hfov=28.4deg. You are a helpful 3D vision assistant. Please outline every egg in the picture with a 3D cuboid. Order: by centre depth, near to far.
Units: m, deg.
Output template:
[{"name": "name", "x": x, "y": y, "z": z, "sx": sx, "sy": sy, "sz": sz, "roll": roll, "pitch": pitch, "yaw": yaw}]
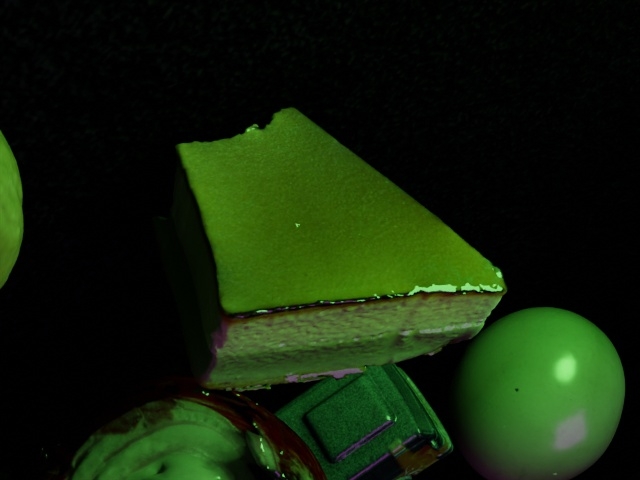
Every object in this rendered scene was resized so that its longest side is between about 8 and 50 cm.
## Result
[{"name": "egg", "x": 0.276, "y": 0.203, "z": 1.631, "sx": 0.219, "sy": 0.219, "sz": 0.269, "roll": -16, "pitch": 153, "yaw": -37}]

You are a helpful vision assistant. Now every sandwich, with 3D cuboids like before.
[{"name": "sandwich", "x": 0.000, "y": 0.000, "z": 0.938, "sx": 0.220, "sy": 0.186, "sz": 0.108, "roll": -4, "pitch": 144, "yaw": -23}]

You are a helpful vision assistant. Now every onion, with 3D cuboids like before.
[{"name": "onion", "x": -0.118, "y": 0.299, "z": 1.129, "sx": 0.341, "sy": 0.341, "sz": 0.341, "roll": -29, "pitch": 155, "yaw": -15}]

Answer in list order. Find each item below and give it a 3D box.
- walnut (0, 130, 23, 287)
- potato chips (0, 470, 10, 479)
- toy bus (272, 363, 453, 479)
[{"name": "walnut", "x": -0.233, "y": -0.022, "z": 0.658, "sx": 0.167, "sy": 0.149, "sz": 0.166, "roll": -3, "pitch": 146, "yaw": -2}, {"name": "potato chips", "x": -0.356, "y": 0.240, "z": 1.104, "sx": 0.204, "sy": 0.026, "sz": 0.037, "roll": -18, "pitch": 153, "yaw": -36}, {"name": "toy bus", "x": 0.002, "y": 0.255, "z": 1.464, "sx": 0.275, "sy": 0.138, "sz": 0.167, "roll": -34, "pitch": 154, "yaw": 2}]
